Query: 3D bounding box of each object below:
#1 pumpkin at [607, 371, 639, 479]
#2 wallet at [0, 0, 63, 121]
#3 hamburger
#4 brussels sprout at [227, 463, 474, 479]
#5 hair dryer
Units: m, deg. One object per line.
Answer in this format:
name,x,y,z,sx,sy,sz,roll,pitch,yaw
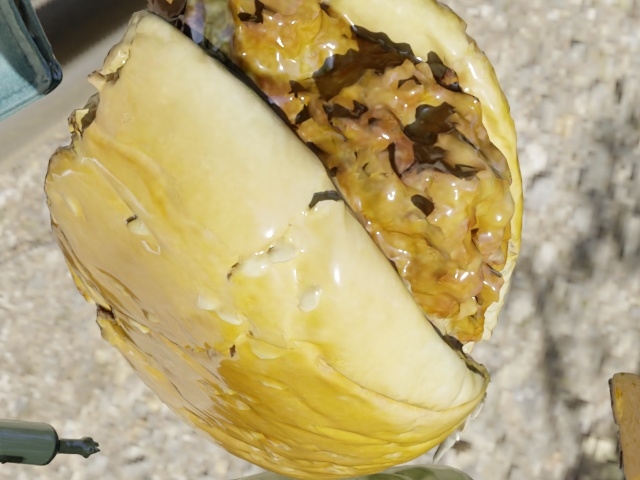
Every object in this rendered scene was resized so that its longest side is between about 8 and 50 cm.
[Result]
pumpkin,0.315,0.218,1.116,0.163,0.111,0.278,-3,78,-26
wallet,-0.308,-0.178,1.007,0.054,0.251,0.290,-17,82,-58
hamburger,0.000,0.000,0.624,0.155,0.245,0.282,-50,120,-16
brussels sprout,0.007,0.238,0.801,0.294,0.227,0.259,41,38,-43
hair dryer,-0.208,0.133,1.018,0.198,0.057,0.100,12,57,-52
